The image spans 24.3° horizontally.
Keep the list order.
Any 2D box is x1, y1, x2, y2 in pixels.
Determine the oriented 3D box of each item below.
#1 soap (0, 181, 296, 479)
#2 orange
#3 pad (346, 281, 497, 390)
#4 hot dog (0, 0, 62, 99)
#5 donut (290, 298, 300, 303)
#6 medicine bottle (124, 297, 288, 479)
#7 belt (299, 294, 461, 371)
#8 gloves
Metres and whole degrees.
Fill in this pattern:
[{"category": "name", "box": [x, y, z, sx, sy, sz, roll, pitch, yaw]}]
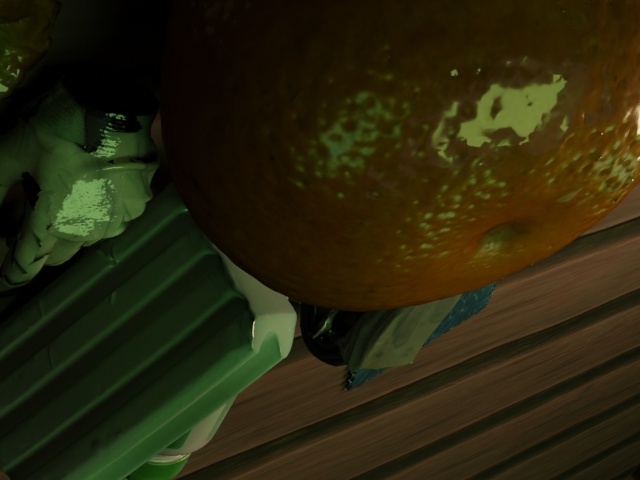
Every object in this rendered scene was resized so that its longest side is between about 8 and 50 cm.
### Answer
[{"category": "soap", "box": [-0.174, 0.101, 1.338, 0.289, 0.173, 0.095, -38, 159, 17]}, {"category": "orange", "box": [0.072, -0.138, 1.147, 0.424, 0.326, 0.424, -18, 158, -7]}, {"category": "pad", "box": [0.155, 0.079, 2.018, 0.269, 0.012, 0.269, -30, 153, -24]}, {"category": "hot dog", "box": [-0.272, -0.144, 0.874, 0.196, 0.122, 0.272, -42, 159, 18]}, {"category": "donut", "box": [0.000, 0.000, 1.588, 0.166, 0.065, 0.117, -52, 155, 21]}, {"category": "medicine bottle", "box": [-0.142, 0.127, 1.510, 0.133, 0.133, 0.274, -16, 145, -44]}, {"category": "belt", "box": [0.071, 0.048, 1.681, 0.126, 0.139, 0.230, -7, 141, -53]}, {"category": "gloves", "box": [-0.207, -0.033, 1.182, 0.127, 0.111, 0.212, -17, 140, -51]}]
